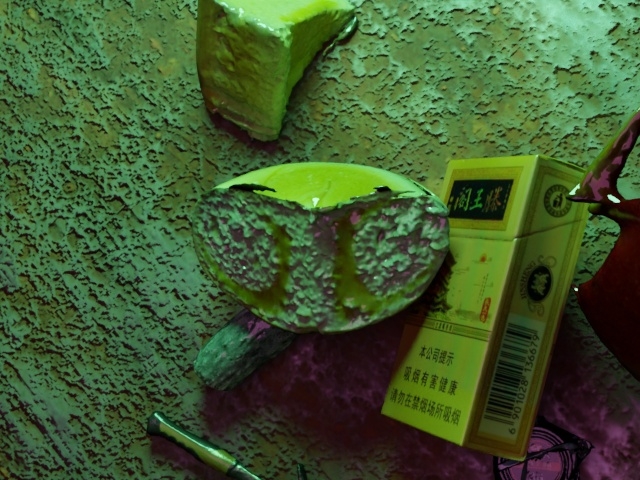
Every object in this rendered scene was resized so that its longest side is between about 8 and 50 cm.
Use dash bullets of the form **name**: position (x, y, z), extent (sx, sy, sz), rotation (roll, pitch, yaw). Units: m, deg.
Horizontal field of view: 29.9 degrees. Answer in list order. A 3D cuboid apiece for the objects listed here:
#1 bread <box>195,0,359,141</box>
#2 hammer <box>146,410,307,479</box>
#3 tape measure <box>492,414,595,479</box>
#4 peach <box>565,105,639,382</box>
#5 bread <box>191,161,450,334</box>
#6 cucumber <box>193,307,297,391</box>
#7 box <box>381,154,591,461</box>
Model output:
- **bread**: position (-0.053, -0.220, 1.318), extent (0.140, 0.169, 0.160), rotation (30, 50, 17)
- **hammer**: position (-0.099, 0.236, 1.277), extent (0.201, 0.021, 0.078), rotation (29, 90, 16)
- **tape measure**: position (0.217, 0.219, 1.177), extent (0.094, 0.054, 0.091), rotation (13, 84, 10)
- **peach**: position (0.425, -0.014, 1.006), extent (0.406, 0.335, 0.310), rotation (-46, 67, 3)
- **bread**: position (0.014, -0.001, 1.219), extent (0.260, 0.156, 0.158), rotation (12, 116, 34)
- **cucumber**: position (-0.082, 0.111, 1.270), extent (0.112, 0.064, 0.064), rotation (-40, 74, 6)
- **box**: position (0.158, 0.058, 1.154), extent (0.076, 0.174, 0.274), rotation (17, 86, -23)
